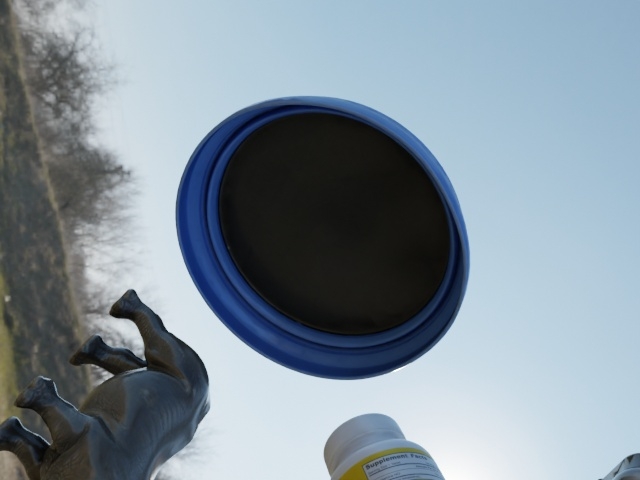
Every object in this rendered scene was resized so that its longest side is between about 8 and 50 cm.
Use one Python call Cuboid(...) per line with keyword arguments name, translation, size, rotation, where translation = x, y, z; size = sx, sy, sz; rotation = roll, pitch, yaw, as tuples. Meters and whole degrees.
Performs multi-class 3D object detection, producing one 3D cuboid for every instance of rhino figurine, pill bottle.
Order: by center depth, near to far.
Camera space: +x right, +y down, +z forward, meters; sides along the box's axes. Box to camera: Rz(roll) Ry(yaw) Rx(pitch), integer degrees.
Cuboid(name="rhino figurine", translation=(-0.150, 0.136, 0.408), size=(0.106, 0.243, 0.073), rotation=(39, -55, -4))
Cuboid(name="pill bottle", translation=(0.119, 0.426, 0.975), size=(0.334, 0.188, 0.187), rotation=(-122, -147, -56))

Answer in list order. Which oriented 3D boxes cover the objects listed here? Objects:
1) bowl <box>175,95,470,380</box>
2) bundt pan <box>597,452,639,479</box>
Cuboid(name="bowl", translation=(0.000, 0.000, 0.846), size=(0.391, 0.077, 0.391), rotation=(10, -61, 18))
Cuboid(name="bundt pan", translation=(0.557, 0.422, 0.915), size=(0.331, 0.331, 0.124), rotation=(53, -42, 46))
